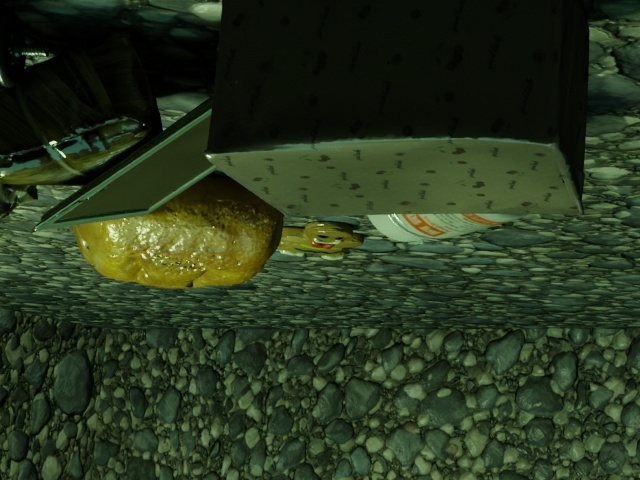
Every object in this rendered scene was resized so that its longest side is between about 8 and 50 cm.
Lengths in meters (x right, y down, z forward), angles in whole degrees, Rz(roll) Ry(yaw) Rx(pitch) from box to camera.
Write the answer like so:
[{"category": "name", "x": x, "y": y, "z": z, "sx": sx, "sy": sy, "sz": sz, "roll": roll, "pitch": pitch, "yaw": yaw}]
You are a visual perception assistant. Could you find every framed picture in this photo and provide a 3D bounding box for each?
[{"category": "framed picture", "x": -0.152, "y": -0.097, "z": 1.355, "sx": 0.296, "sy": 0.019, "sz": 0.232, "roll": -31, "pitch": 173, "yaw": 22}]

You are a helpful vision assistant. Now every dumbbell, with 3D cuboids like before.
[{"category": "dumbbell", "x": -0.370, "y": -0.190, "z": 1.194, "sx": 0.208, "sy": 0.099, "sz": 0.099, "roll": 2, "pitch": 169, "yaw": 4}]

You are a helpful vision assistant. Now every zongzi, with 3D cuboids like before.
[{"category": "zongzi", "x": -0.317, "y": -0.104, "z": 1.344, "sx": 0.288, "sy": 0.134, "sz": 0.286, "roll": -21, "pitch": 171, "yaw": -6}]

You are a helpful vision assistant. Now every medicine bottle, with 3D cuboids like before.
[{"category": "medicine bottle", "x": 0.161, "y": -0.076, "z": 1.483, "sx": 0.144, "sy": 0.145, "sz": 0.252, "roll": 8, "pitch": 170, "yaw": -22}]

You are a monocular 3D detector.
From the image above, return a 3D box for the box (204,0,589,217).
[{"category": "box", "x": 0.077, "y": -0.136, "z": 1.073, "sx": 0.297, "sy": 0.190, "sz": 0.225, "roll": -1, "pitch": 168, "yaw": 18}]

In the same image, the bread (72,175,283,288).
[{"category": "bread", "x": -0.232, "y": -0.010, "z": 1.962, "sx": 0.337, "sy": 0.148, "sz": 0.328, "roll": 6, "pitch": 169, "yaw": -14}]

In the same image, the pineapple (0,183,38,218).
[{"category": "pineapple", "x": -0.432, "y": -0.103, "z": 1.482, "sx": 0.262, "sy": 0.263, "sz": 0.271, "roll": -3, "pitch": -169, "yaw": 34}]

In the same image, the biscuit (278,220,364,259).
[{"category": "biscuit", "x": 0.000, "y": 0.002, "z": 2.246, "sx": 0.158, "sy": 0.035, "sz": 0.240, "roll": 4, "pitch": 170, "yaw": -9}]
